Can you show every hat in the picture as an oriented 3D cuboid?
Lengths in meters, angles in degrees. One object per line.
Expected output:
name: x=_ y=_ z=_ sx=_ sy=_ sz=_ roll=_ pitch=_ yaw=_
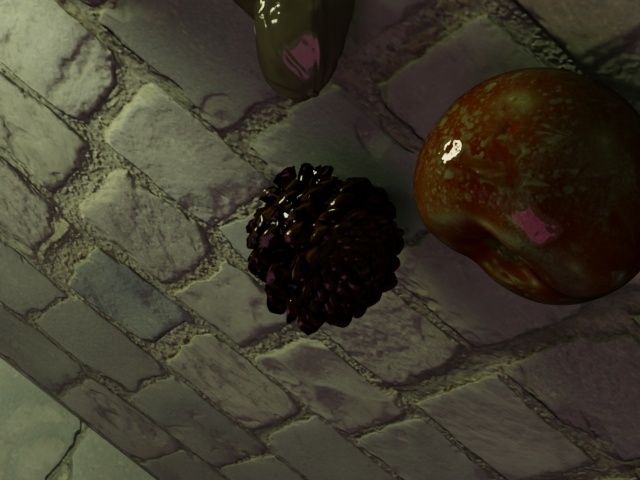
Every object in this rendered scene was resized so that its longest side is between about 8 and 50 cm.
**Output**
hat: x=-0.066 y=-0.253 z=1.571 sx=0.173 sy=0.144 sz=0.166 roll=17 pitch=151 yaw=-17

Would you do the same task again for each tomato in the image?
tomato: x=0.243 y=-0.065 z=1.452 sx=0.270 sy=0.223 sz=0.270 roll=31 pitch=170 yaw=6

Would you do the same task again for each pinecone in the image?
pinecone: x=0.000 y=0.000 z=1.795 sx=0.221 sy=0.221 sz=0.221 roll=23 pitch=148 yaw=16
